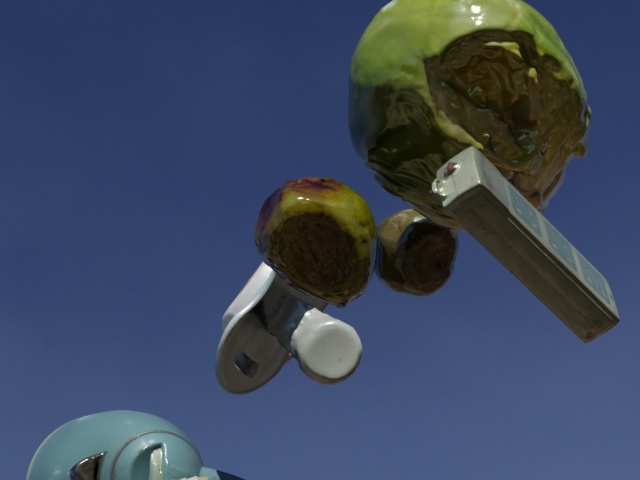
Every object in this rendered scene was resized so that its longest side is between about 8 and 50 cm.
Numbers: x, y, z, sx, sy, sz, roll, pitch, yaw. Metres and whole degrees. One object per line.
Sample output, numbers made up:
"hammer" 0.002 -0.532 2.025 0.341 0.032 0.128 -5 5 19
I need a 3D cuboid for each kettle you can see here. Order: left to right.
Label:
"kettle" -0.248 0.375 2.004 0.319 0.247 0.342 13 -18 -24

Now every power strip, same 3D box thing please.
"power strip" 0.215 0.008 1.356 0.052 0.078 0.272 -37 -62 23

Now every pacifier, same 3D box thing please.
"pacifier" -0.022 0.130 1.933 0.279 0.207 0.227 -54 -32 -10

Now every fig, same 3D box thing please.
"fig" 0.000 0.000 1.616 0.144 0.166 0.154 -34 -17 -4
"fig" 0.133 0.006 1.978 0.126 0.185 0.133 -17 -69 -8

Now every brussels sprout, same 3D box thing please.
"brussels sprout" 0.180 -0.165 1.715 0.268 0.344 0.344 -35 -15 -30

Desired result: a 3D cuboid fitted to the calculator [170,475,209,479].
"calculator" -0.243 0.328 1.638 0.236 0.033 0.157 -19 -5 37
